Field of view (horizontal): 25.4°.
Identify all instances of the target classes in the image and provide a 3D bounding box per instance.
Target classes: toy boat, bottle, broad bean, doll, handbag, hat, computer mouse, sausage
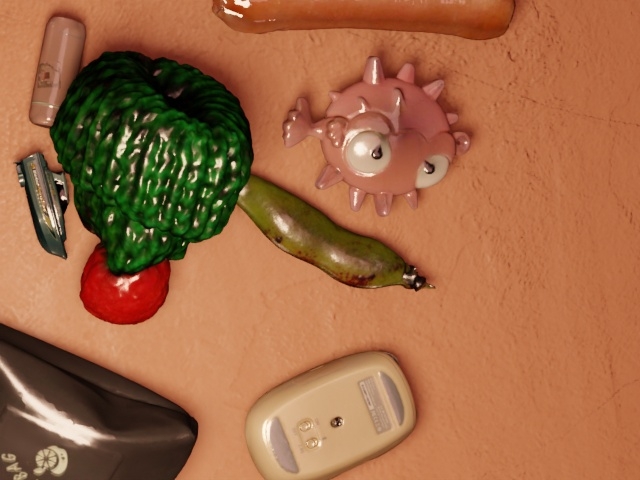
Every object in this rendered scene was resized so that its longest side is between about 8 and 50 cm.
[{"bbox_3d":[-0.346,-0.042,1.810,0.060,0.055,0.141,-15,92,-8],"label":"toy boat"},{"bbox_3d":[-0.337,-0.213,1.818,0.053,0.053,0.140,11,86,-14],"label":"bottle"},{"bbox_3d":[0.000,0.000,1.896,0.339,0.061,0.077,28,74,-13],"label":"broad bean"},{"bbox_3d":[0.077,-0.140,1.904,0.262,0.093,0.211,12,92,-17],"label":"doll"},{"bbox_3d":[-0.357,0.283,1.761,0.342,0.152,0.288,26,94,-12],"label":"handbag"},{"bbox_3d":[-0.234,-0.050,1.764,0.242,0.274,0.332,16,111,-16],"label":"hat"},{"bbox_3d":[0.013,0.237,1.883,0.236,0.082,0.145,-24,94,-16],"label":"computer mouse"},{"bbox_3d":[0.059,-0.320,1.907,0.419,0.094,0.094,-1,74,-15],"label":"sausage"}]
